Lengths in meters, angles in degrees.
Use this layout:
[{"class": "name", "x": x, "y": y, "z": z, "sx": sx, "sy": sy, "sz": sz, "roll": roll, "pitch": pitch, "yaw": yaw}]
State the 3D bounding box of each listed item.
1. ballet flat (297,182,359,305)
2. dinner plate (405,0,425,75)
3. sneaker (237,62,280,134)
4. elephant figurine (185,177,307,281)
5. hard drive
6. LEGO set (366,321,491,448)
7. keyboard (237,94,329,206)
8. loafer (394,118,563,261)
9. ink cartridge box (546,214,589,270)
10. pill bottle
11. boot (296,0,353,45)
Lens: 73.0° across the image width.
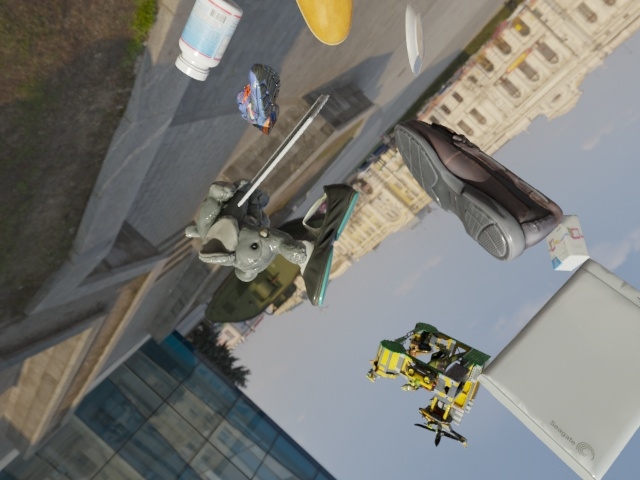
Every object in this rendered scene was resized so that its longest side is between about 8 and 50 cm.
[{"class": "ballet flat", "x": 0.000, "y": 0.000, "z": 0.922, "sx": 0.095, "sy": 0.096, "sz": 0.280, "roll": 90, "pitch": 18, "yaw": -66}, {"class": "dinner plate", "x": 0.194, "y": -0.406, "z": 0.872, "sx": 0.017, "sy": 0.141, "sz": 0.141, "roll": 1, "pitch": -155, "yaw": 23}, {"class": "sneaker", "x": -0.140, "y": -0.299, "z": 0.923, "sx": 0.221, "sy": 0.087, "sz": 0.083, "roll": 115, "pitch": -3, "yaw": -74}, {"class": "elephant figurine", "x": -0.152, "y": 0.003, "z": 0.836, "sx": 0.170, "sy": 0.239, "sz": 0.186, "roll": 0, "pitch": 136, "yaw": -26}, {"class": "hard drive", "x": 0.499, "y": 0.219, "z": 0.804, "sx": 0.353, "sy": 0.233, "sz": 0.047, "roll": -38, "pitch": 155, "yaw": -17}, {"class": "LEGO set", "x": 0.257, "y": 0.349, "z": 1.050, "sx": 0.331, "sy": 0.255, "sz": 0.192, "roll": -9, "pitch": 117, "yaw": -63}, {"class": "keyboard", "x": -0.068, "y": -0.136, "z": 0.699, "sx": 0.256, "sy": 0.014, "sz": 0.072, "roll": -38, "pitch": -155, "yaw": 48}, {"class": "loafer", "x": 0.218, "y": -0.094, "z": 0.641, "sx": 0.095, "sy": 0.302, "sz": 0.109, "roll": -26, "pitch": 139, "yaw": -5}, {"class": "ink cartridge box", "x": 0.636, "y": 0.006, "z": 1.123, "sx": 0.088, "sy": 0.052, "sz": 0.122, "roll": 90, "pitch": 2, "yaw": -62}, {"class": "pill bottle", "x": -0.228, "y": -0.410, "z": 0.867, "sx": 0.160, "sy": 0.087, "sz": 0.087, "roll": -53, "pitch": 178, "yaw": 25}, {"class": "boot", "x": 0.018, "y": -0.447, "z": 0.639, "sx": 0.104, "sy": 0.295, "sz": 0.211, "roll": -18, "pitch": -153, "yaw": -9}]
